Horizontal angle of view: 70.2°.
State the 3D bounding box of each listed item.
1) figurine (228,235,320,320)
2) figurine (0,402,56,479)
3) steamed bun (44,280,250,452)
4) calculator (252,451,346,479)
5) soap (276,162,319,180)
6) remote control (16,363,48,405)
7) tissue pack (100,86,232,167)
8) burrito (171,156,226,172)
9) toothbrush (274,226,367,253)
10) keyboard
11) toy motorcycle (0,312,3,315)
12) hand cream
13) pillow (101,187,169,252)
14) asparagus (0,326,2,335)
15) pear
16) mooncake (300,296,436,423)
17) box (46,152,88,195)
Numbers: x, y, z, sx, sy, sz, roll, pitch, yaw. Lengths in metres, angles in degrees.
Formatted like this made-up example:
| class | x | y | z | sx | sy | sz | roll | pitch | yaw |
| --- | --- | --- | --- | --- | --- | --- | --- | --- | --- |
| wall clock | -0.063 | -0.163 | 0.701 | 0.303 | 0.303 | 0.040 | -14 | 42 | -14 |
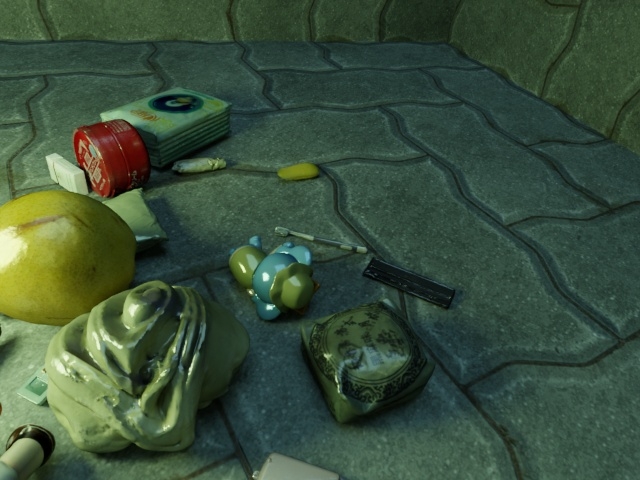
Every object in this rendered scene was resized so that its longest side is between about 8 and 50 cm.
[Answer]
| class | x | y | z | sx | sy | sz | roll | pitch | yaw |
| --- | --- | --- | --- | --- | --- | --- | --- | --- | --- |
| figurine | -0.118 | 0.075 | 1.150 | 0.180 | 0.153 | 0.262 | -29 | 54 | -22 |
| figurine | -0.611 | 0.366 | 0.672 | 0.323 | 0.196 | 0.320 | 14 | 44 | -8 |
| steamed bun | -0.325 | 0.213 | 0.869 | 0.352 | 0.247 | 0.339 | 13 | 40 | 0 |
| calculator | -0.038 | 0.441 | 0.802 | 0.175 | 0.032 | 0.100 | 15 | 39 | 10 |
| soap | -0.084 | -0.248 | 1.643 | 0.169 | 0.033 | 0.089 | -12 | 41 | -23 |
| remote control | -0.537 | 0.265 | 0.943 | 0.061 | 0.029 | 0.162 | 19 | 45 | 17 |
| tissue pack | -0.557 | -0.435 | 1.697 | 0.287 | 0.162 | 0.388 | 22 | 41 | 22 |
| burrito | -0.428 | -0.267 | 1.601 | 0.188 | 0.045 | 0.058 | -13 | 36 | -21 |
| toothbrush | 0.000 | 0.000 | 1.360 | 0.288 | 0.024 | 0.026 | 13 | 40 | 6 |
| keyboard | 0.246 | 0.115 | 1.264 | 0.251 | 0.017 | 0.087 | 21 | 42 | 18 |
| toy motorcycle | -0.730 | 0.082 | 1.096 | 0.113 | 0.112 | 0.254 | 1 | 40 | -8 |
| hand cream | -0.648 | -0.258 | 1.416 | 0.230 | 0.230 | 0.149 | 32 | 44 | 27 |
| pillow | -0.594 | -0.028 | 1.260 | 0.281 | 0.076 | 0.274 | -22 | 45 | -24 |
| asparagus | -0.733 | 0.265 | 0.875 | 0.080 | 0.080 | 0.287 | 16 | 39 | 11 |
| pear | -0.567 | 0.038 | 0.992 | 0.314 | 0.314 | 0.314 | 5 | 39 | -4 |
| mooncake | 0.102 | 0.244 | 0.988 | 0.250 | 0.136 | 0.254 | -14 | 43 | -19 |
| box | -0.799 | -0.205 | 1.434 | 0.154 | 0.084 | 0.040 | 30 | 45 | 24 |
